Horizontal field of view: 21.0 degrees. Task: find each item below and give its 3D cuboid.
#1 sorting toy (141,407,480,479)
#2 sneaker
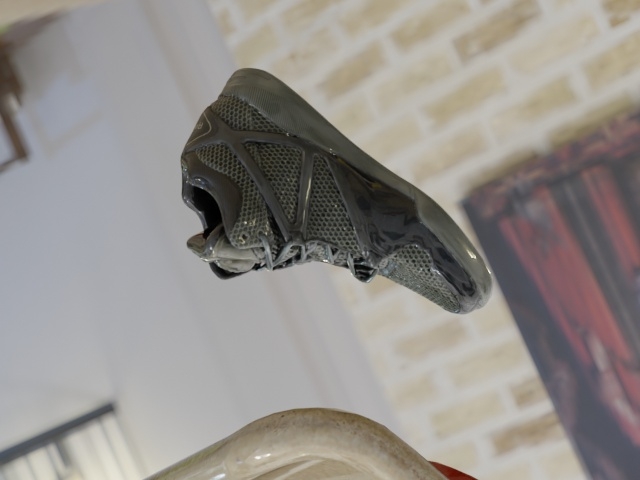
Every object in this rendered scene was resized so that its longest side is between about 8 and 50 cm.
[{"bbox_3d":[0.032,0.134,0.507,0.041,0.229,0.307,-56,-172,-24],"label":"sorting toy"},{"bbox_3d":[0.000,0.000,1.141,0.130,0.227,0.087,-54,-177,-21],"label":"sneaker"}]
